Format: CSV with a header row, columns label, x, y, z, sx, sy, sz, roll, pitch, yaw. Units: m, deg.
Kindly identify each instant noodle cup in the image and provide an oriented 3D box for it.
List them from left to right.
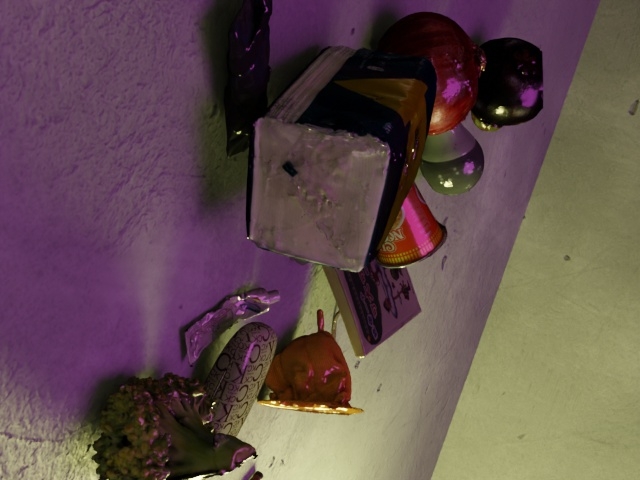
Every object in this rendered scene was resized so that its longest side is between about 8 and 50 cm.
label,x,y,z,sx,sy,sz,roll,pitch,yaw
instant noodle cup,0.183,-0.073,1.912,0.193,0.193,0.212,-48,123,-39

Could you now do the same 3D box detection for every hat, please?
label,x,y,z,sx,sy,sz,roll,pitch,yaw
hat,-0.008,0.268,1.808,0.244,0.233,0.233,148,-49,-63

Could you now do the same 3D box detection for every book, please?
label,x,y,z,sx,sy,sz,roll,pitch,yaw
book,0.139,0.113,1.990,0.371,0.043,0.260,-25,95,-59

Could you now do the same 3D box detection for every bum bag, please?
label,x,y,z,sx,sy,sz,roll,pitch,yaw
bum bag,-0.120,-0.268,1.312,0.137,0.074,0.310,-61,162,-46

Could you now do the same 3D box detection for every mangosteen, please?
label,x,y,z,sx,sy,sz,roll,pitch,yaw
mangosteen,0.541,-0.451,2.333,0.287,0.233,0.288,-7,90,-80

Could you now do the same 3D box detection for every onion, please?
label,x,y,z,sx,sy,sz,roll,pitch,yaw
onion,0.241,-0.371,1.768,0.276,0.276,0.276,-44,144,-44

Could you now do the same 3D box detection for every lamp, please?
label,x,y,z,sx,sy,sz,roll,pitch,yaw
lamp,0.340,-0.257,2.149,0.182,0.182,0.314,-58,143,-25

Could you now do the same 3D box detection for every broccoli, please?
label,x,y,z,sx,sy,sz,roll,pitch,yaw
broccoli,-0.248,0.299,1.306,0.242,0.273,0.180,-19,91,-61

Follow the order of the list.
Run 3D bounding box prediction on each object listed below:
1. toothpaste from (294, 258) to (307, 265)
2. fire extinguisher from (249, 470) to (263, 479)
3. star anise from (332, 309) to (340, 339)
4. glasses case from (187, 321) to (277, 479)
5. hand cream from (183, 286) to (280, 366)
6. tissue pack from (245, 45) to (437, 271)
label,x,y,z,sx,sy,sz,roll,pitch,yaw
toothpaste,0.000,0.000,1.795,0.194,0.043,0.067,-43,141,-54
fire extinguisher,-0.169,0.583,1.891,0.083,0.022,0.028,-43,106,-43
star anise,0.059,0.181,2.068,0.227,0.218,0.148,-36,-160,19
glasses case,-0.189,0.322,1.558,0.355,0.085,0.137,-64,158,6
hand cream,-0.173,0.149,1.541,0.257,0.050,0.084,-30,133,-44
tissue pack,0.043,-0.164,1.421,0.416,0.253,0.264,-56,158,-56
